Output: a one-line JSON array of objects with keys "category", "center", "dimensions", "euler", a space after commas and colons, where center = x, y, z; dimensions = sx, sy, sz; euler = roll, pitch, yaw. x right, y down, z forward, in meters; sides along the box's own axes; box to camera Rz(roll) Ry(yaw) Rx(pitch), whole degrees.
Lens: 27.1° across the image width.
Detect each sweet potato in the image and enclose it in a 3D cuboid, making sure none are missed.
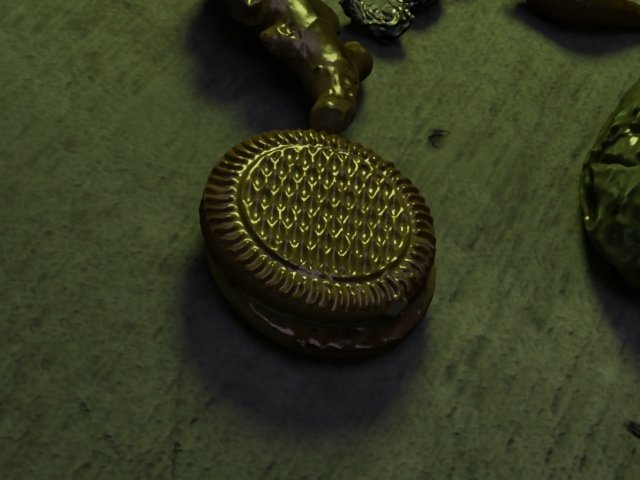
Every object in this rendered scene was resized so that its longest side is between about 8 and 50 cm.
[{"category": "sweet potato", "center": [0.345, -0.300, 1.701], "dimensions": [0.249, 0.059, 0.069], "euler": [15, 37, -13]}]

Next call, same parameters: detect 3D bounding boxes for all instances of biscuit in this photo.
[{"category": "biscuit", "center": [0.000, 0.000, 1.323], "dimensions": [0.259, 0.079, 0.259], "euler": [11, 49, -12]}]

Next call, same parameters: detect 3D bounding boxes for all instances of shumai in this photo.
[{"category": "shumai", "center": [0.462, -0.108, 1.434], "dimensions": [0.292, 0.288, 0.330], "euler": [12, 52, -9]}]

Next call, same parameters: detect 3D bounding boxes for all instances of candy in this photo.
[{"category": "candy", "center": [0.111, -0.317, 1.632], "dimensions": [0.094, 0.051, 0.226], "euler": [38, 50, 15]}]

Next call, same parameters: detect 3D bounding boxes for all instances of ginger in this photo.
[{"category": "ginger", "center": [-0.033, -0.249, 1.499], "dimensions": [0.166, 0.080, 0.333], "euler": [-12, 52, -47]}]
